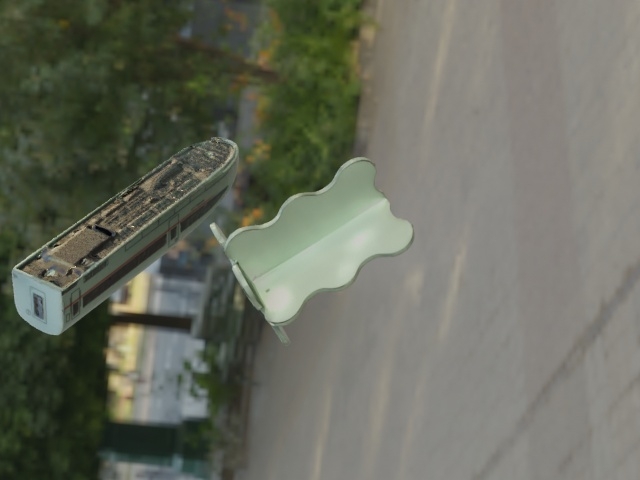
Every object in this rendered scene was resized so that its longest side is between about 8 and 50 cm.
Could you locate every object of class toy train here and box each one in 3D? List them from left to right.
[{"bbox_3d":[-0.235,-0.015,1.877,0.407,0.086,0.088,-41,-37,-45],"label":"toy train"}]

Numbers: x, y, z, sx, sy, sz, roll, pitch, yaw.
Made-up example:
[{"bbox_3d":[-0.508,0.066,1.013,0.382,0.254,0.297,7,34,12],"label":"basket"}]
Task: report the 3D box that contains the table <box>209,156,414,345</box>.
[{"bbox_3d":[0.000,0.000,1.650,0.166,0.198,0.166,58,-179,-2],"label":"table"}]
